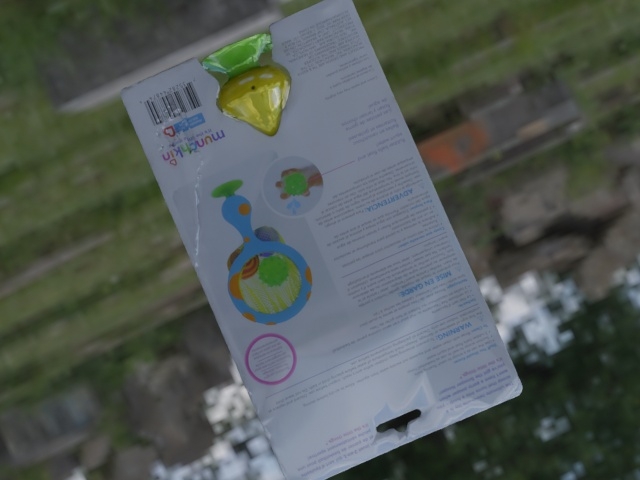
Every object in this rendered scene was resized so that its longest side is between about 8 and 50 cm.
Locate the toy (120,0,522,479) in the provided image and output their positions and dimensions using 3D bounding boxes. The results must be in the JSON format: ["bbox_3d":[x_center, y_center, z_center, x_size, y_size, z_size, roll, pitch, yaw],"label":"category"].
[{"bbox_3d":[0.000,0.000,1.034,0.137,0.237,0.056,-24,180,1],"label":"toy"}]
